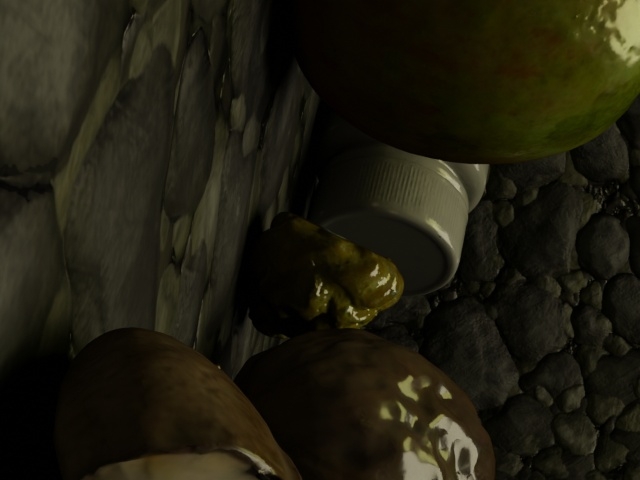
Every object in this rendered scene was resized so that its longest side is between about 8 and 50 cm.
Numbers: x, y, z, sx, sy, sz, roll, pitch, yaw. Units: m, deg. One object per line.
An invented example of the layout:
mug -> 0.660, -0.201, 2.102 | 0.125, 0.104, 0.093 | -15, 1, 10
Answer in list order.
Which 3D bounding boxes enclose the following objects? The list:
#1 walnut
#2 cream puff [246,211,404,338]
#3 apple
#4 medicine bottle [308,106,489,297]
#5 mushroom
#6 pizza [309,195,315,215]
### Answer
walnut -> 0.017, 0.203, 0.943 | 0.273, 0.227, 0.273 | 28, 56, -50
cream puff -> -0.007, 0.044, 1.050 | 0.116, 0.146, 0.146 | -61, 175, 1
apple -> 0.135, -0.228, 0.961 | 0.339, 0.340, 0.339 | 12, 90, -85
medicine bottle -> 0.102, -0.118, 1.407 | 0.208, 0.208, 0.339 | 94, 9, -55
mushroom -> -0.080, 0.142, 0.548 | 0.151, 0.156, 0.285 | -115, -154, -47
pizza -> 0.001, 0.000, 1.524 | 0.160, 0.036, 0.099 | 96, 7, -45
